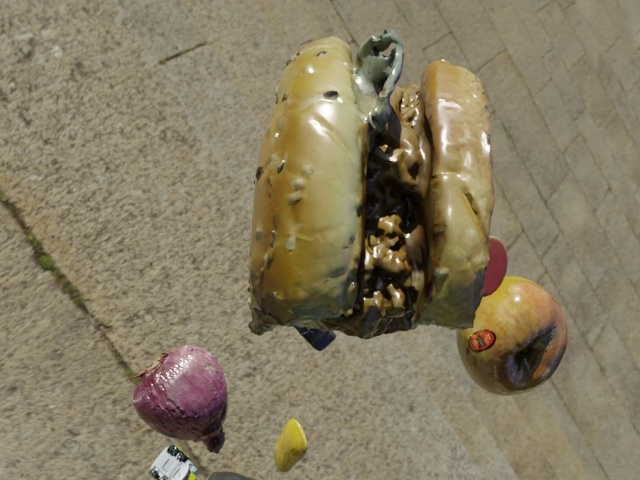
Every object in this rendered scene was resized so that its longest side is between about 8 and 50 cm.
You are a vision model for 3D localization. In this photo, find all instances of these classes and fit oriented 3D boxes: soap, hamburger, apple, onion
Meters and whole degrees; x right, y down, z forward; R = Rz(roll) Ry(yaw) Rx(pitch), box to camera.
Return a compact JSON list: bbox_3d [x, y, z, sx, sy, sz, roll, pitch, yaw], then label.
[{"bbox_3d":[-0.072,0.484,1.479,0.033,0.168,0.089,-4,56,-30],"label":"soap"},{"bbox_3d":[0.044,-0.042,0.583,0.195,0.318,0.276,6,82,-1],"label":"hamburger"},{"bbox_3d":[0.419,0.209,1.385,0.261,0.194,0.260,-6,115,-13],"label":"apple"},{"bbox_3d":[-0.368,0.477,1.812,0.267,0.159,0.348,-40,96,-17],"label":"onion"}]

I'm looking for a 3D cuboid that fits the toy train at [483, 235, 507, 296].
[{"bbox_3d":[0.124,0.029,0.899,0.177,0.285,0.116,-9,99,-43],"label":"toy train"}]

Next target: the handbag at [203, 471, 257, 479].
[{"bbox_3d":[-0.041,0.442,0.669,0.341,0.240,0.247,19,18,4],"label":"handbag"}]

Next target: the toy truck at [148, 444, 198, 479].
[{"bbox_3d":[-0.284,0.467,1.255,0.076,0.111,0.077,-50,125,-22],"label":"toy truck"}]

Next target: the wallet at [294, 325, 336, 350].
[{"bbox_3d":[-0.021,0.273,1.925,0.082,0.018,0.156,-42,119,-7],"label":"wallet"}]
